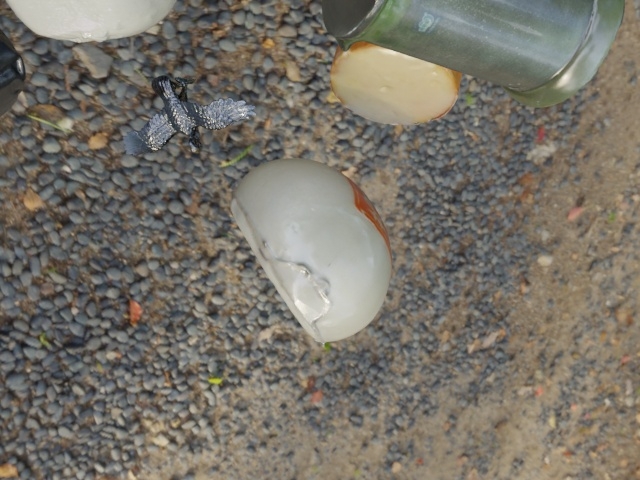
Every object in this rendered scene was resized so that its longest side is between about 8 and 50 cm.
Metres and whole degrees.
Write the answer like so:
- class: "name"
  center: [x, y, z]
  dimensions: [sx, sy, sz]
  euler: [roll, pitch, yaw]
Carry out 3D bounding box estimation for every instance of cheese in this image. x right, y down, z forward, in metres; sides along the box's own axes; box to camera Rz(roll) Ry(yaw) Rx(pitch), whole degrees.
- class: "cheese"
  center: [-0.229, -0.292, 0.622]
  dimensions: [0.198, 0.189, 0.154]
  euler: [84, 23, -63]

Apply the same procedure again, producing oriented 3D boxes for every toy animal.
- class: "toy animal"
  center: [-0.189, -0.171, 0.849]
  dimensions: [0.062, 0.220, 0.107]
  euler: [-29, 108, -66]

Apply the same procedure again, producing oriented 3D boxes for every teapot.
- class: "teapot"
  center: [0.177, -0.314, 0.726]
  dimensions: [0.337, 0.200, 0.270]
  euler: [8, 133, -25]

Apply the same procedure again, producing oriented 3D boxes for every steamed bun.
- class: "steamed bun"
  center: [0.000, 0.000, 1.205]
  dimensions: [0.241, 0.374, 0.374]
  euler: [-34, 122, -4]

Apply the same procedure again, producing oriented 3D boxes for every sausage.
- class: "sausage"
  center: [0.159, -0.385, 1.134]
  dimensions: [0.233, 0.233, 0.286]
  euler: [34, 63, -35]

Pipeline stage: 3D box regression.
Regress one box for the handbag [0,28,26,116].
- class: "handbag"
  center: [-0.519, -0.186, 0.642]
  dimensions: [0.275, 0.178, 0.301]
  euler: [49, 54, -13]
